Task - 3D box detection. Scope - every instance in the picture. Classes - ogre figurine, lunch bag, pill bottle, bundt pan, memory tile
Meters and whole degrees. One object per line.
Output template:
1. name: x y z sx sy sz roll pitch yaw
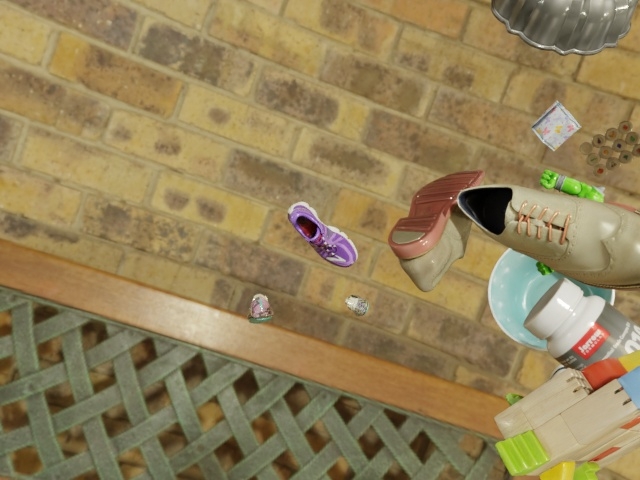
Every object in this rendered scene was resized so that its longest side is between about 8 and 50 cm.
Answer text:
1. ogre figurine: 0.478 -0.031 1.170 0.118 0.197 0.097 3 -17 24
2. lunch bag: 0.458 -0.231 1.205 0.053 0.071 0.083 28 33 -28
3. pill bottle: 0.575 0.217 1.256 0.283 0.161 0.161 39 8 11
4. bundt pan: 0.541 -0.565 1.329 0.330 0.331 0.124 21 -28 9
5. memory tile: 0.803 -0.251 1.678 0.113 0.148 0.012 62 28 5

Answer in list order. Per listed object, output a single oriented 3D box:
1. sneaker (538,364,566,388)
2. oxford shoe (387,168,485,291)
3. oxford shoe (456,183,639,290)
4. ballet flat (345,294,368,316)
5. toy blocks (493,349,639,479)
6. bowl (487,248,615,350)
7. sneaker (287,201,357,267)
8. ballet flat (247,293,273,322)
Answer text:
1. sneaker: 0.681 0.479 1.803 0.090 0.235 0.095 21 23 10
2. oxford shoe: 0.246 -0.031 1.224 0.123 0.130 0.348 -3 30 42
3. oxford shoe: 0.381 -0.012 1.003 0.146 0.141 0.397 10 7 -29
4. ballet flat: 0.071 0.134 1.272 0.041 0.041 0.114 20 -2 -5
5. toy blocks: 0.465 0.268 0.973 0.381 0.261 0.191 22 33 -45
6. bowl: 0.622 0.149 1.624 0.311 0.312 0.163 23 -4 36
7. sneaker: 0.000 0.000 1.179 0.170 0.068 0.071 39 15 -16
8. ballet flat: -0.172 0.193 1.741 0.076 0.079 0.221 -5 -10 -9
